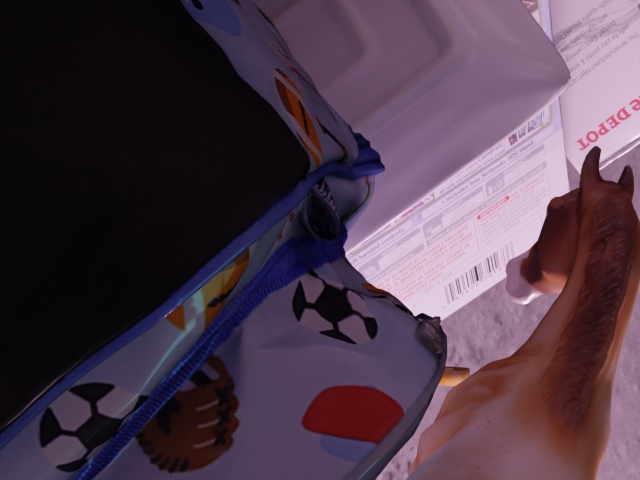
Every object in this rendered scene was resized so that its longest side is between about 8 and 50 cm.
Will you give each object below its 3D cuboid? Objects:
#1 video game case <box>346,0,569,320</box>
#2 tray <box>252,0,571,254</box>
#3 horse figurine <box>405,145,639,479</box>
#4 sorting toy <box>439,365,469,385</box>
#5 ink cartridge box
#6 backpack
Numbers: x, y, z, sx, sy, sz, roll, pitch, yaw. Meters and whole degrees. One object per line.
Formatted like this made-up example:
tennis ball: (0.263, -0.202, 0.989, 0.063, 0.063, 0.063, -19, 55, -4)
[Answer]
video game case: (0.003, -0.020, 0.807, 0.269, 0.061, 0.244, -33, 146, -11)
tray: (-0.045, -0.037, 0.627, 0.270, 0.145, 0.030, -36, 144, 12)
horse figurine: (0.031, 0.098, 0.444, 0.174, 0.066, 0.263, -53, 180, 32)
sorting toy: (-0.062, 0.070, 1.129, 0.348, 0.047, 0.196, 4, 178, -6)
ink cartridge box: (0.148, -0.129, 0.863, 0.109, 0.150, 0.063, -38, -179, 43)
backpack: (-0.085, 0.024, 0.469, 0.276, 0.213, 0.263, -39, -174, 11)
